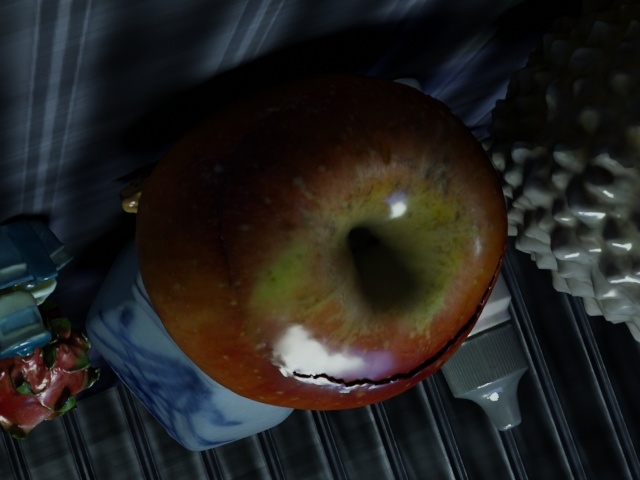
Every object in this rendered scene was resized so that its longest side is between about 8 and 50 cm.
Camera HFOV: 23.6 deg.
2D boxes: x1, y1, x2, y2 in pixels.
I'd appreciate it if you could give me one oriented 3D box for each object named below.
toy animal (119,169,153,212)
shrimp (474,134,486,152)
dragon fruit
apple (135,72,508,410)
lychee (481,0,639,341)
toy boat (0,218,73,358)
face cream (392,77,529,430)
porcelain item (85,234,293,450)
[{"bbox_3d":[-0.064,-0.045,1.317,0.241,0.056,0.099,-12,172,-25],"label":"toy animal"},{"bbox_3d":[0.100,-0.075,1.742,0.219,0.046,0.152,-12,168,-40],"label":"shrimp"},{"bbox_3d":[-0.345,0.141,1.699,0.236,0.135,0.137,-4,-165,45],"label":"dragon fruit"},{"bbox_3d":[0.000,0.000,1.143,0.272,0.251,0.206,-35,-163,-23],"label":"apple"},{"bbox_3d":[0.346,-0.073,1.221,0.432,0.380,0.380,6,180,12],"label":"lychee"},{"bbox_3d":[-0.252,0.047,1.306,0.088,0.102,0.215,-22,174,-24],"label":"toy boat"},{"bbox_3d":[0.103,0.016,1.317,0.092,0.311,0.092,-23,174,-3],"label":"face cream"},{"bbox_3d":[-0.120,0.094,1.565,0.178,0.242,0.405,-40,176,-16],"label":"porcelain item"}]
